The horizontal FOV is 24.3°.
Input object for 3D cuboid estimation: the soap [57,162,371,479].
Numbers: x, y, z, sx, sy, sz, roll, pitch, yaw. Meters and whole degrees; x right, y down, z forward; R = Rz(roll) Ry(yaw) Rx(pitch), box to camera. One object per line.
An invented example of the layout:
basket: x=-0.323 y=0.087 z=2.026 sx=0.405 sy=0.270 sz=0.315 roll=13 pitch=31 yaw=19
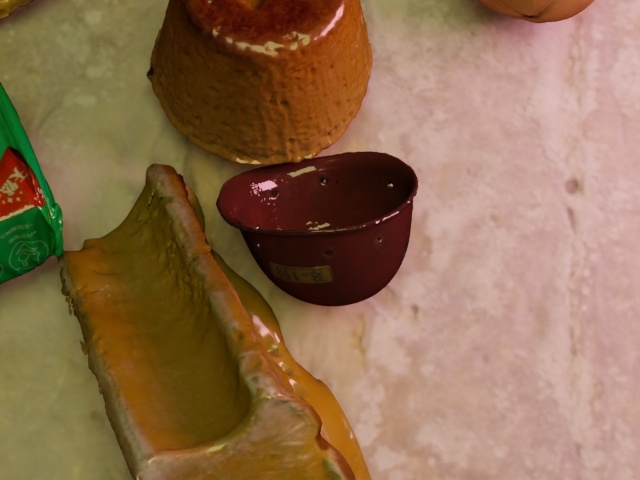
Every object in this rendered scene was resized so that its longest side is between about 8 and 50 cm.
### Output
soap: x=-0.077 y=0.143 z=1.265 sx=0.169 sy=0.304 sz=0.339 roll=-27 pitch=40 yaw=-3

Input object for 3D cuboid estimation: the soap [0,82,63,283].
soap: x=-0.359 y=-0.009 z=1.241 sx=0.273 sy=0.098 sz=0.218 roll=-25 pitch=63 yaw=-7

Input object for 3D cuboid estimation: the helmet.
helmet: x=0.000 y=0.000 z=1.264 sx=0.175 sy=0.155 sz=0.106 roll=4 pitch=119 yaw=18

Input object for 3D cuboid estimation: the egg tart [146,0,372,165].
egg tart: x=-0.053 y=-0.181 z=1.272 sx=0.202 sy=0.147 sz=0.203 roll=0 pitch=65 yaw=0

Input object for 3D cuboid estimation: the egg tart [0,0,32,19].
egg tart: x=-0.318 y=-0.281 z=1.289 sx=0.212 sy=0.213 sz=0.090 roll=-15 pitch=46 yaw=-6

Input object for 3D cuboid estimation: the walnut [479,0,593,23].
walnut: x=0.194 y=-0.289 z=1.321 sx=0.165 sy=0.165 sz=0.197 roll=5 pitch=85 yaw=-2
